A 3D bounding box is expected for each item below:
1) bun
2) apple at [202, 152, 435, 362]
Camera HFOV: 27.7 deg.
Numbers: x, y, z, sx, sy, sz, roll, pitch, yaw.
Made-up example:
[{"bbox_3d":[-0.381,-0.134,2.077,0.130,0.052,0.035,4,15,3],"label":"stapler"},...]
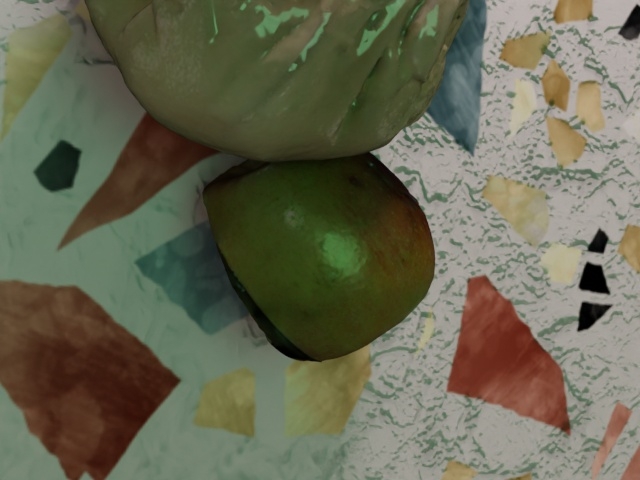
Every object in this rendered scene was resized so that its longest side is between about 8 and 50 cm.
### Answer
[{"bbox_3d":[-0.015,-0.235,1.071,0.359,0.211,0.360,14,60,-25],"label":"bun"},{"bbox_3d":[0.000,0.000,1.175,0.207,0.173,0.188,-47,117,-36],"label":"apple"}]
